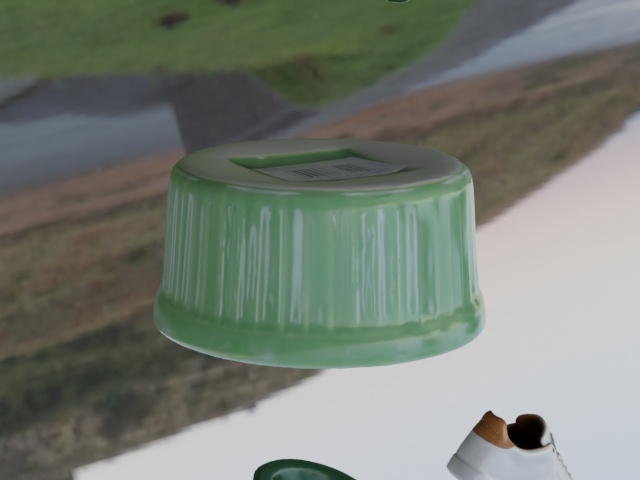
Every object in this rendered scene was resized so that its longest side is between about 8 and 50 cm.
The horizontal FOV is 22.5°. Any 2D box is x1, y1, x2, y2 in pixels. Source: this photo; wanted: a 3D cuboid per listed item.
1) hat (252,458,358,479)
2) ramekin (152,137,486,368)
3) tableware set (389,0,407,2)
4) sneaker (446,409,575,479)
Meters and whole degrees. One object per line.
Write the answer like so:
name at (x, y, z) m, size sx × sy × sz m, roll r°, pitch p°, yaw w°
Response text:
hat at (-0.016, 0.339, 1.530) m, size 0.173 × 0.183 × 0.208 m, roll 18°, pitch -161°, yaw -23°
ramekin at (0.000, 0.000, 1.453) m, size 0.303 × 0.148 × 0.303 m, roll 1°, pitch -167°, yaw 0°
tableware set at (0.045, -0.215, 1.180) m, size 0.104 × 0.024 × 0.154 m, roll 0°, pitch 163°, yaw 39°
sneaker at (0.306, 0.312, 2.186) m, size 0.290 × 0.123 × 0.106 m, roll 28°, pitch -177°, yaw -40°
